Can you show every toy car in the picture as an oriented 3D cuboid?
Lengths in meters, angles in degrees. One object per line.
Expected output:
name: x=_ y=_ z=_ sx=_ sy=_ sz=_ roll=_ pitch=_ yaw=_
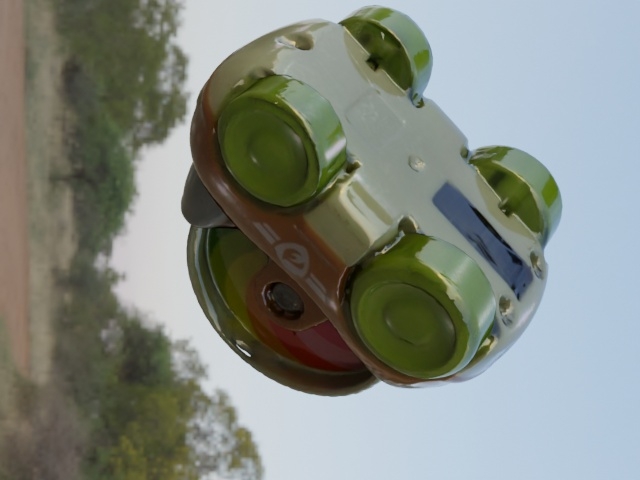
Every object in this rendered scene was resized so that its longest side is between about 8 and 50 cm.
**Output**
toy car: x=0.000 y=0.000 z=0.657 sx=0.145 sy=0.235 sz=0.235 roll=-45 pitch=155 yaw=-47
